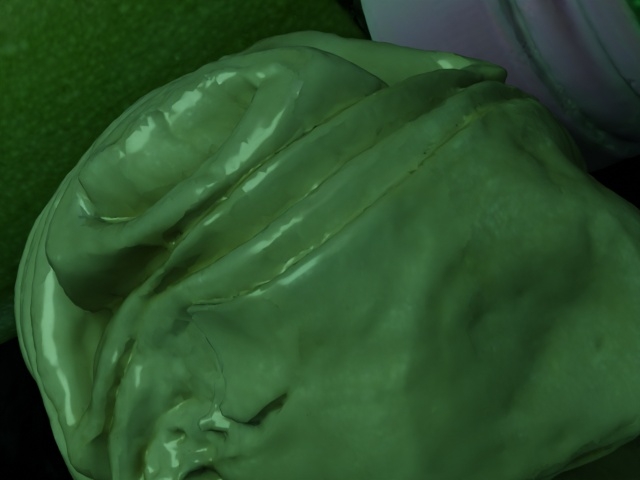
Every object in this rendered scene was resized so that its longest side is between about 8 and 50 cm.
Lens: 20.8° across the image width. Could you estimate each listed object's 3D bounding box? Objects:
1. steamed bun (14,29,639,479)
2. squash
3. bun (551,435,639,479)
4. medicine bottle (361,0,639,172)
[{"bbox_3d":[-0.003,0.001,0.799,0.276,0.203,0.289,-20,16,-18],"label":"steamed bun"},{"bbox_3d":[-0.132,-0.124,1.101,0.384,0.263,0.263,-31,54,22],"label":"squash"},{"bbox_3d":[0.040,0.219,0.848,0.364,0.202,0.364,-17,58,30],"label":"bun"},{"bbox_3d":[0.204,-0.164,0.883,0.325,0.212,0.212,-20,58,33],"label":"medicine bottle"}]
